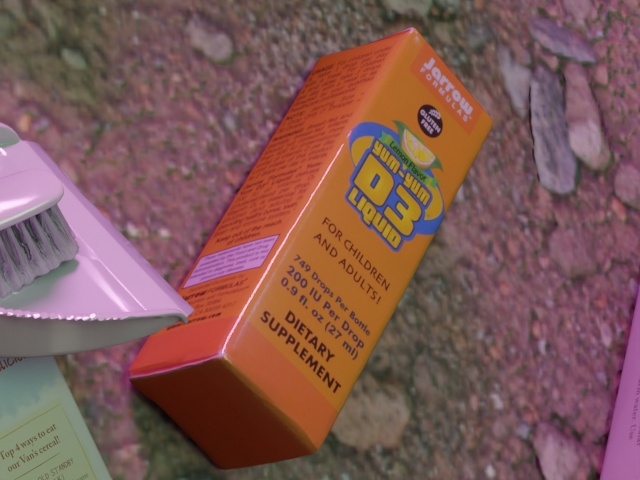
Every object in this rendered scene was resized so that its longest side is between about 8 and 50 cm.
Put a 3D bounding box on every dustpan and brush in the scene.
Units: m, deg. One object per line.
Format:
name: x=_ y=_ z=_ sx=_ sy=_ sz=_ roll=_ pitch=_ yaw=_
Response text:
dustpan and brush: x=-0.172 y=0.005 z=0.829 sx=0.211 sy=0.060 sz=0.147 roll=-22 pitch=51 yaw=-32

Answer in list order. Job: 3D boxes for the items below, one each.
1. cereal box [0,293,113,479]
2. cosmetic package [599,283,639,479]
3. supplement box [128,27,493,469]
cereal box: x=-0.149 y=0.164 z=0.842 sx=0.173 sy=0.047 sz=0.240 roll=-28 pitch=95 yaw=-41
cosmetic package: x=0.341 y=0.062 z=1.073 sx=0.155 sy=0.365 sz=0.197 roll=34 pitch=58 yaw=-28
supplement box: x=0.000 y=0.000 z=0.998 sx=0.078 sy=0.080 sz=0.233 roll=46 pitch=50 yaw=-23
